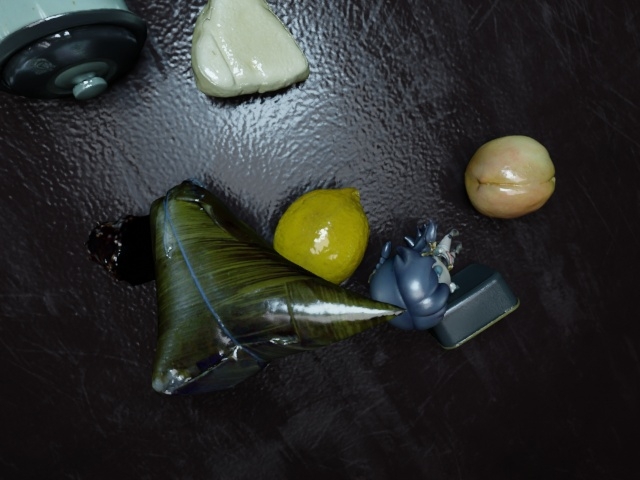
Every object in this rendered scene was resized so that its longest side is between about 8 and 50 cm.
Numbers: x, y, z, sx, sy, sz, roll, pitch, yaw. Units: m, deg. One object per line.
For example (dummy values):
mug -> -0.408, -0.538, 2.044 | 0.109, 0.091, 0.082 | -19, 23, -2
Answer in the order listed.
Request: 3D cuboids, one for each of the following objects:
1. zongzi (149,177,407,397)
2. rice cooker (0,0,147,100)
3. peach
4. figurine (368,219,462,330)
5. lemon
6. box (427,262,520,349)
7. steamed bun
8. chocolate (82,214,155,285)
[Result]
zongzi -> -0.106, 0.028, 0.763 | 0.432, 0.208, 0.403 | -22, 66, 16
rice cooker -> -0.453, -0.378, 0.703 | 0.317, 0.264, 0.316 | 14, 120, 26
peach -> 0.400, -0.132, 0.916 | 0.184, 0.184, 0.184 | -2, 102, -8
figurine -> 0.208, 0.075, 0.907 | 0.197, 0.265, 0.175 | -37, 92, 28
lemon -> 0.000, 0.000, 0.873 | 0.188, 0.188, 0.256 | 33, 87, -13
box -> 0.327, 0.143, 0.976 | 0.201, 0.144, 0.090 | -32, 101, 1
steamed bun -> -0.163, -0.360, 0.818 | 0.212, 0.110, 0.231 | -41, 102, -22
chocolate -> -0.406, 0.006, 0.870 | 0.133, 0.156, 0.156 | 12, 101, 20
